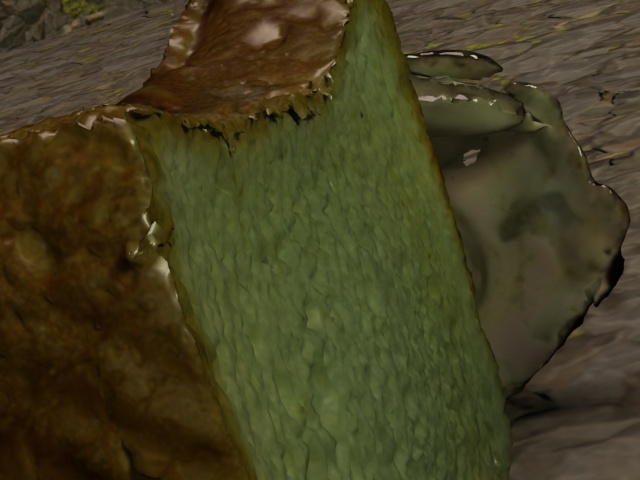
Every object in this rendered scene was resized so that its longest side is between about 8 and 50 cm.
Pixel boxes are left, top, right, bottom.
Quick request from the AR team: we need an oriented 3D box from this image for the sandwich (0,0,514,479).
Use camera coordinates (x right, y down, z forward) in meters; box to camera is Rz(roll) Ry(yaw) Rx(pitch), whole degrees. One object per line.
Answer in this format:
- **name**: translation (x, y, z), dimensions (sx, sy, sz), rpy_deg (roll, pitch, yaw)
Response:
- **sandwich**: translation (-0.013, 0.030, 0.418), dimensions (0.065, 0.186, 0.214), rpy_deg (-14, 13, 19)

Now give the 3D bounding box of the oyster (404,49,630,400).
- **oyster**: translation (0.000, 0.000, 0.564), dimensions (0.191, 0.163, 0.081), rpy_deg (6, 30, -9)
